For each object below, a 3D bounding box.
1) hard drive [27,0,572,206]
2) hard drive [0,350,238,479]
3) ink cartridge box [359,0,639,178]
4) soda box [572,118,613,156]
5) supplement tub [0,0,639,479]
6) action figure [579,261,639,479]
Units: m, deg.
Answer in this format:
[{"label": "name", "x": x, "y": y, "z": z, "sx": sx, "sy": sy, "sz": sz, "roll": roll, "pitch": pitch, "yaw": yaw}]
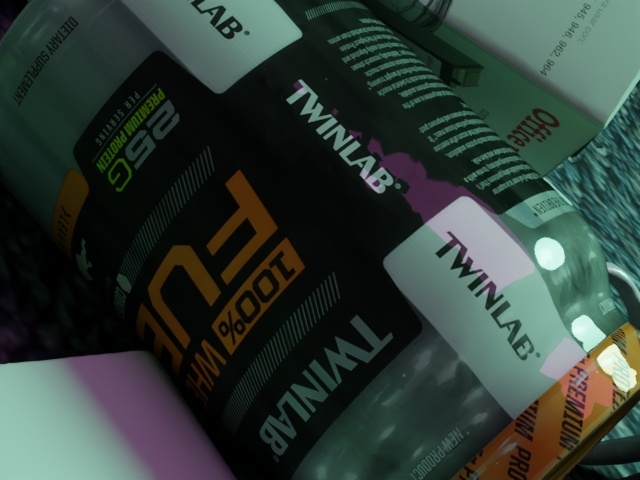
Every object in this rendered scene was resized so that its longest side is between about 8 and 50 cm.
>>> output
[{"label": "hard drive", "x": -0.025, "y": -0.104, "z": 0.966, "sx": 0.353, "sy": 0.047, "sz": 0.233, "roll": 46, "pitch": 35, "yaw": 17}, {"label": "hard drive", "x": -0.058, "y": 0.177, "z": 0.563, "sx": 0.203, "sy": 0.040, "sz": 0.307, "roll": -1, "pitch": 49, "yaw": -55}, {"label": "ink cartridge box", "x": 0.054, "y": -0.158, "z": 0.867, "sx": 0.273, "sy": 0.114, "sz": 0.198, "roll": 34, "pitch": -10, "yaw": 1}, {"label": "soda box", "x": 0.214, "y": -0.159, "z": 1.453, "sx": 0.060, "sy": 0.053, "sz": 0.169, "roll": 23, "pitch": 32, "yaw": -36}, {"label": "supplement tub", "x": 0.000, "y": 0.000, "z": 0.728, "sx": 0.316, "sy": 0.193, "sz": 0.193, "roll": 46, "pitch": 25, "yaw": 15}, {"label": "action figure", "x": 0.318, "y": 0.180, "z": 0.986, "sx": 0.370, "sy": 0.248, "sz": 0.276, "roll": 12, "pitch": 12, "yaw": -45}]
